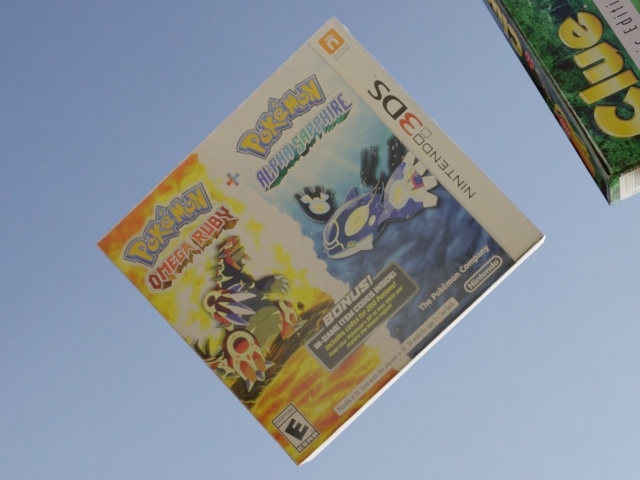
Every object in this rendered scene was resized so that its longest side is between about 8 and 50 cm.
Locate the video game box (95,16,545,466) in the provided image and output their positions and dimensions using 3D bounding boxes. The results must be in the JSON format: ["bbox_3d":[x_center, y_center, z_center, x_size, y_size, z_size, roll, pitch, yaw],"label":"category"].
[{"bbox_3d":[0.000,0.000,0.917,0.205,0.048,0.187,-44,-99,3],"label":"video game box"}]

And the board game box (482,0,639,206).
[{"bbox_3d":[0.117,-0.148,0.626,0.136,0.259,0.030,-24,-28,-3],"label":"board game box"}]
